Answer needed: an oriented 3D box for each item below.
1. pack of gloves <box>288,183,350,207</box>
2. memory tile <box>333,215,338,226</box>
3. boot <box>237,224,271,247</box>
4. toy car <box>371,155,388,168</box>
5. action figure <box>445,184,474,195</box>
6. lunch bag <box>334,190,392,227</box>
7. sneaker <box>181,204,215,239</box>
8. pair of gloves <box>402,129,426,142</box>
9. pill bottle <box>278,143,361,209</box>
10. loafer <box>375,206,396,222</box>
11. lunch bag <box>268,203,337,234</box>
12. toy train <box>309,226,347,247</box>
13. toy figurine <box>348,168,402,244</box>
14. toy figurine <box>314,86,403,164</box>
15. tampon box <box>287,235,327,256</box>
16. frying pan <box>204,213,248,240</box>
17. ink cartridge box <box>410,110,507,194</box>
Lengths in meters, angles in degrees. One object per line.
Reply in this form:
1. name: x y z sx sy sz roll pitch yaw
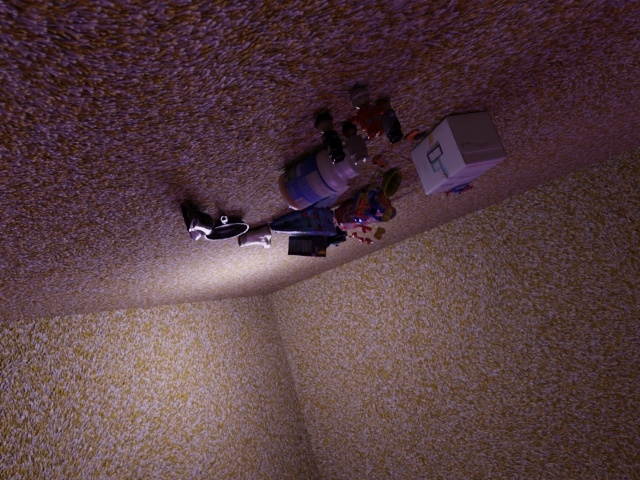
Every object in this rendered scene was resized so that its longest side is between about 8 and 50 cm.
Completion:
1. pack of gloves: -0.011 -0.206 1.889 0.195 0.046 0.232 2 157 -25
2. memory tile: 0.033 -0.087 2.387 0.148 0.012 0.113 -24 144 26
3. boot: -0.334 -0.003 2.201 0.165 0.077 0.213 -15 162 -14
4. toy car: 0.243 -0.318 1.762 0.040 0.060 0.122 -67 171 13
5. action figure: 0.570 -0.204 1.774 0.115 0.030 0.038 -18 166 -6
6. lunch bag: 0.226 -0.141 2.262 0.293 0.120 0.258 -19 168 5
7. sneaker: -0.461 -0.078 1.660 0.108 0.100 0.271 -16 171 -11
8. pair of gloves: 0.351 -0.387 1.626 0.083 0.010 0.074 -6 163 -45
9. pill bottle: -0.001 -0.225 1.524 0.272 0.152 0.152 -25 165 29
10. loafer: 0.304 -0.145 2.469 0.251 0.094 0.087 -12 -166 16
11. lunch bag: -0.096 -0.070 2.163 0.293 0.138 0.221 -12 173 20
12. toy train: 0.000 0.000 2.553 0.334 0.142 0.190 -18 177 6
13. toy figurine: 0.208 -0.191 2.026 0.191 0.217 0.362 7 112 -31
14. toy figurine: 0.113 -0.330 1.273 0.213 0.148 0.210 -30 169 36
15. tampon box: -0.066 0.031 2.198 0.161 0.101 0.120 3 180 39
16. frying pan: -0.434 -0.060 1.880 0.197 0.053 0.326 -20 165 10
17. ink cartridge box: 0.520 -0.329 1.669 0.198 0.197 0.270 -13 167 -21
